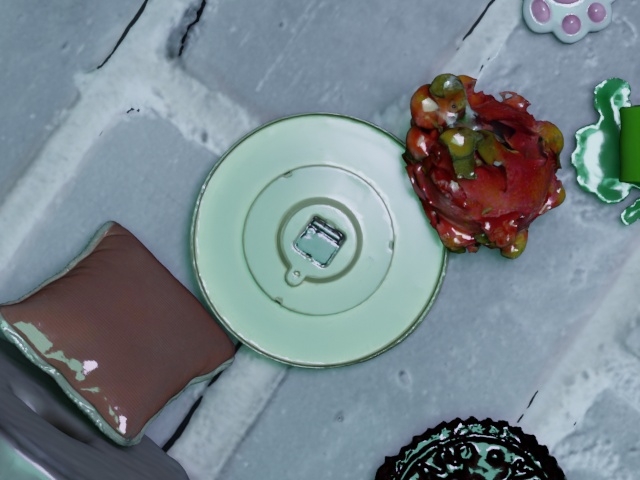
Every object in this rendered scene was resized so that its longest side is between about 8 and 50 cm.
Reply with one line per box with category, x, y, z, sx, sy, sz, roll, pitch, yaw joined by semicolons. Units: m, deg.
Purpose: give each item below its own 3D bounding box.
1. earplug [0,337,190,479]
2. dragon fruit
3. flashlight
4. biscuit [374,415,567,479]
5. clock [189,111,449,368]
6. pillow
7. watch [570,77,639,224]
earplug;-0.324;0.302;1.610;0.312;0.312;0.394;37;93;-1
dragon fruit;0.133;-0.075;1.666;0.150;0.208;0.133;2;58;28
flashlight;0.198;-0.273;1.711;0.093;0.047;0.200;-24;92;2
biscuit;0.138;0.252;1.729;0.194;0.053;0.195;0;92;0
clock;0.000;0.000;1.733;0.235;0.029;0.235;0;92;1
pillow;-0.179;0.085;1.686;0.171;0.179;0.075;45;132;4
watch;0.306;-0.075;1.667;0.165;0.152;0.131;2;93;-1
